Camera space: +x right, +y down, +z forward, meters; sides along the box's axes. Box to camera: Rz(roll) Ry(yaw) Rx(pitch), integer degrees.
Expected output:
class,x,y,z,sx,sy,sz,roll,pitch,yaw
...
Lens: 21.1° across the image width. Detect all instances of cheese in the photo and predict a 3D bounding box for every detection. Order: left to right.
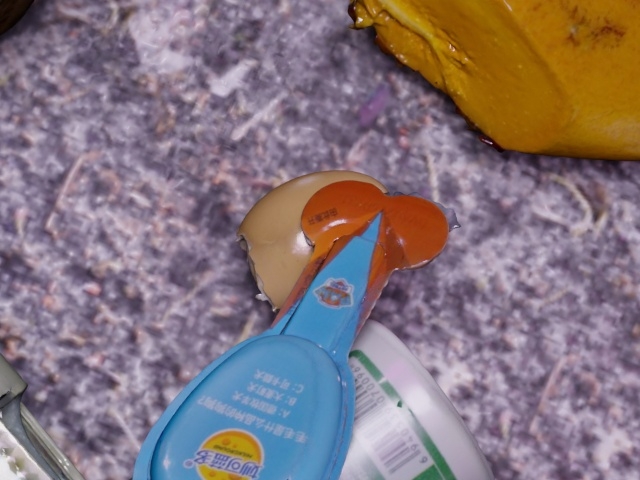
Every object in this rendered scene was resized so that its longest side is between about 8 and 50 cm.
class,x,y,z,sx,sy,sz,roll,pitch,yaw
cheese,-0.014,0.067,0.901,0.106,0.037,0.256,19,60,22

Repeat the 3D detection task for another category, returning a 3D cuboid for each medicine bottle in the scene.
class,x,y,z,sx,sy,sz,roll,pitch,yaw
medicine bottle,-0.047,0.169,0.943,0.274,0.133,0.133,-34,86,-10

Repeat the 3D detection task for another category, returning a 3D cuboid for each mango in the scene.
class,x,y,z,sx,sy,sz,roll,pitch,yaw
mango,0.133,-0.135,1.009,0.252,0.126,0.154,27,60,-10

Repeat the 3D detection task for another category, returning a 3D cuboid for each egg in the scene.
class,x,y,z,sx,sy,sz,roll,pitch,yaw
egg,0.000,0.000,0.998,0.096,0.080,0.080,-26,85,-2

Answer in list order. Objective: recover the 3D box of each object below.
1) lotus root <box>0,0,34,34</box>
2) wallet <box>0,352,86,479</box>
class,x,y,z,sx,sy,sz,roll,pitch,yaw
lotus root,-0.213,-0.207,0.939,0.192,0.272,0.272,26,80,-13
wallet,-0.253,0.110,0.822,0.223,0.077,0.309,-39,92,-5
